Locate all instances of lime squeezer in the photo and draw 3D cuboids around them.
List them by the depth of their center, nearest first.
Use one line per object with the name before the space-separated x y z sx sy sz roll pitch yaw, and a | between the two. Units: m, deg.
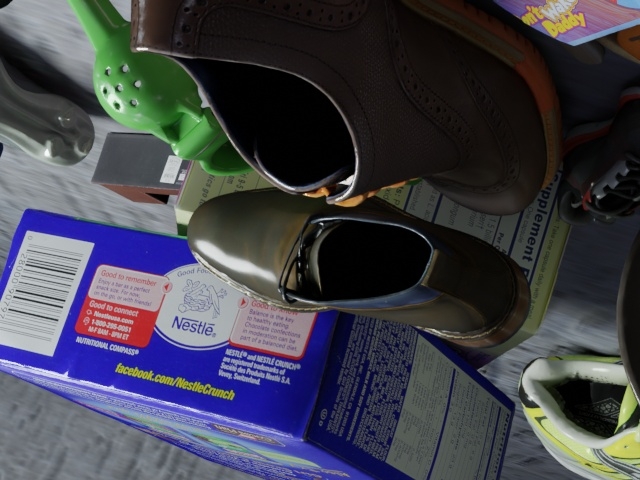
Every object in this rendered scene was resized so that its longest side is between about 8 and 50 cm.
lime squeezer | -0.064 -0.080 0.774 0.310 0.059 0.110 33 -161 -23

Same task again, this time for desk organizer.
desk organizer | -0.124 -0.056 1.170 0.130 0.047 0.050 6 164 43

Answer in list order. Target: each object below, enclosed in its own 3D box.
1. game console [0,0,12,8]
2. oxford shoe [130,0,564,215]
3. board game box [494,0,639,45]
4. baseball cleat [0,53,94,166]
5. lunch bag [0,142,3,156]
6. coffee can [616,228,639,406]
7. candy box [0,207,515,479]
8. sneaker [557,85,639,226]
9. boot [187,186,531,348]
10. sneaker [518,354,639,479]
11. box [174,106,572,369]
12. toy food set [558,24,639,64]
game console | -0.165 -0.155 0.665 0.122 0.107 0.071 -35 97 30
oxford shoe | 0.017 -0.072 0.726 0.130 0.133 0.363 8 164 36
board game box | 0.078 -0.125 0.537 0.133 0.033 0.168 50 158 -14
baseball cleat | -0.266 -0.113 1.083 0.109 0.072 0.206 16 164 39
lunch bag | -0.329 -0.084 1.289 0.065 0.067 0.098 16 165 8
coffee can | 0.285 0.078 0.828 0.201 0.202 0.275 14 166 20
candy box | -0.038 0.101 1.016 0.268 0.122 0.317 10 163 30
sneaker | 0.177 -0.039 0.795 0.061 0.065 0.158 20 167 -6
boot | 0.000 0.000 0.783 0.219 0.082 0.106 12 172 28
sneaker | 0.353 0.195 1.328 0.384 0.145 0.147 6 162 37
box | 0.031 -0.012 0.989 0.243 0.117 0.213 20 167 0
toy food set | 0.167 -0.094 0.645 0.192 0.039 0.132 6 162 43
